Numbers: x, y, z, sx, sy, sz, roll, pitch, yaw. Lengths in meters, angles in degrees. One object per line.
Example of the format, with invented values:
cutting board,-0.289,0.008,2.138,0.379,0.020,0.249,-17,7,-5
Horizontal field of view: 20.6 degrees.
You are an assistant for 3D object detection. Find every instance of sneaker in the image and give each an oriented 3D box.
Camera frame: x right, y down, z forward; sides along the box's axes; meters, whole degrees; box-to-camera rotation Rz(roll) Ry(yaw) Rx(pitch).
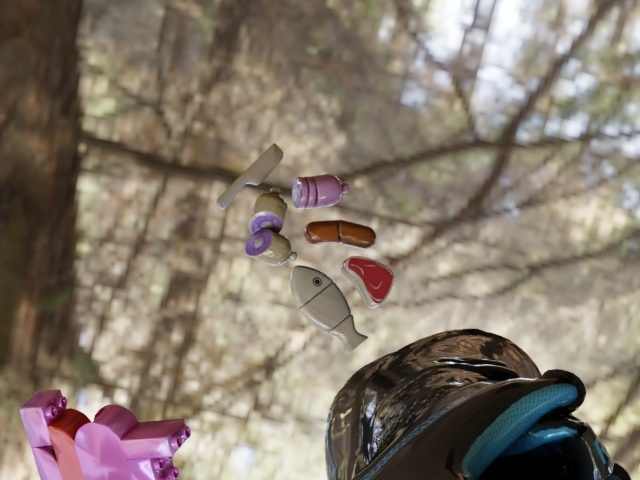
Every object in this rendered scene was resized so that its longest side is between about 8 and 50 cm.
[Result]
sneaker,0.070,0.109,0.706,0.125,0.139,0.341,53,-159,-6

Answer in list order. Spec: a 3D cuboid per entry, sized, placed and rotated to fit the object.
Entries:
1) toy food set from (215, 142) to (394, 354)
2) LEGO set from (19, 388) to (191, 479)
toy food set,0.000,0.000,1.049,0.122,0.019,0.078,45,-114,-3
LEGO set,-0.070,0.182,0.752,0.093,0.227,0.087,-7,-163,23
